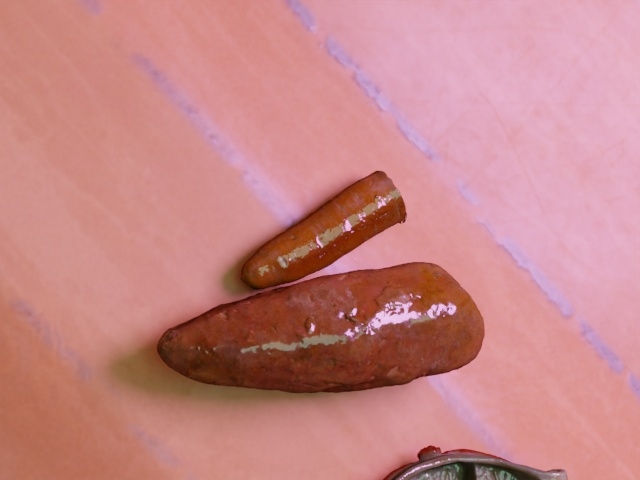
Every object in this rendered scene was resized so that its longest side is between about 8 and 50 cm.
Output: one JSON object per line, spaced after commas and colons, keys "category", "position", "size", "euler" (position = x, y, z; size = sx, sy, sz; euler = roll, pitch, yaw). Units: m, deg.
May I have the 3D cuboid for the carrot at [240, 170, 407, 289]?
{"category": "carrot", "position": [0.000, 0.000, 1.502], "size": [0.139, 0.048, 0.048], "euler": [-33, 96, -13]}

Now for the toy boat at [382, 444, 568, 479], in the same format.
{"category": "toy boat", "position": [0.098, 0.203, 1.504], "size": [0.185, 0.071, 0.089], "euler": [-12, 91, -16]}

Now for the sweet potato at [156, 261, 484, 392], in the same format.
{"category": "sweet potato", "position": [-0.001, 0.072, 1.477], "size": [0.251, 0.097, 0.097], "euler": [-6, 89, -14]}
